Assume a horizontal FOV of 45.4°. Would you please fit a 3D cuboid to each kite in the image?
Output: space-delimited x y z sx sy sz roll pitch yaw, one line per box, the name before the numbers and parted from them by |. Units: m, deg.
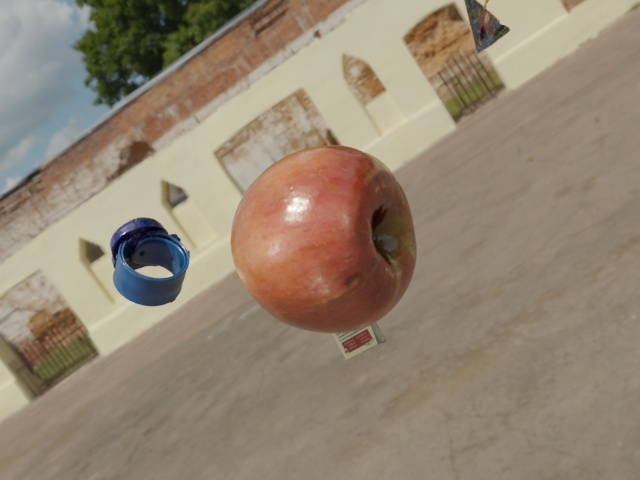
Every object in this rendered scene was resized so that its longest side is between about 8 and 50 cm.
kite | 0.325 -0.443 1.530 0.010 0.159 0.190 -15 45 -17

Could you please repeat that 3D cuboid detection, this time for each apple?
apple | 0.000 0.000 1.465 0.364 0.364 0.364 -34 6 4

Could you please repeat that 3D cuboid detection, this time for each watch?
watch | -0.403 0.058 1.836 0.196 0.200 0.171 -14 -40 -25

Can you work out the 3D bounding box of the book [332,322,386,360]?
book | 0.053 0.162 1.825 0.022 0.232 0.162 -24 -8 -37
